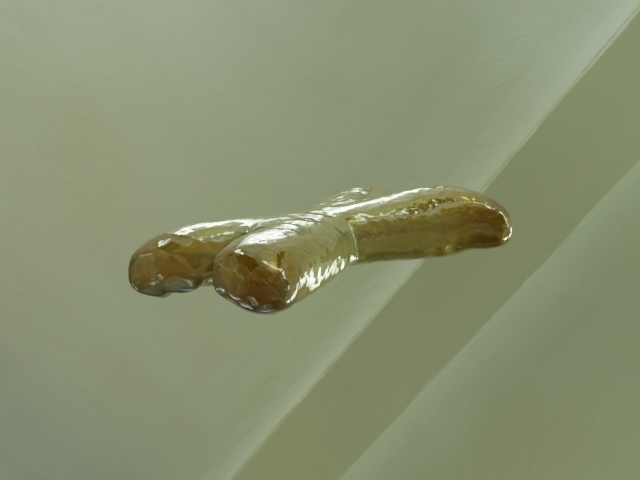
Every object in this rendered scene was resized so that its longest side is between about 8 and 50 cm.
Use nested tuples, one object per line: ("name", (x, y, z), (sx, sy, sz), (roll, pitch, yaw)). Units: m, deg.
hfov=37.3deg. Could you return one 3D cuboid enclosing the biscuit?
("biscuit", (-0.001, 0.000, 0.609), (0.164, 0.208, 0.047), (7, -72, 50))
